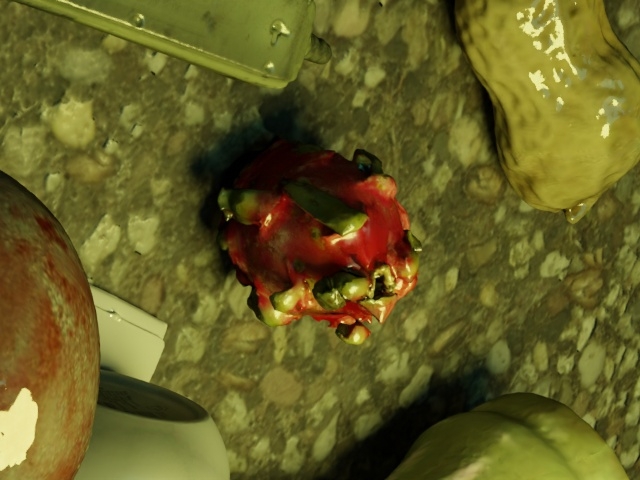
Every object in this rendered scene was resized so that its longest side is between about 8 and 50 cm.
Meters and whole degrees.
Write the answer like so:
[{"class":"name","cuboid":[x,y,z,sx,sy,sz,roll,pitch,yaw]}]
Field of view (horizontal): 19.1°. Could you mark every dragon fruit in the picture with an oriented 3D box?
[{"class":"dragon fruit","cuboid":[0.000,0.000,1.566,0.166,0.172,0.160,6,102,-42]}]

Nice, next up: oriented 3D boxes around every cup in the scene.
[{"class":"cup","cuboid":[-0.198,0.266,1.469,0.212,0.212,0.317,10,98,-43]}]

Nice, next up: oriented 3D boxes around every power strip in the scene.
[{"class":"power strip","cuboid":[-0.135,-0.195,1.454,0.387,0.066,0.092,16,93,-41]}]

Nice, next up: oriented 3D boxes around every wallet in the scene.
[{"class":"wallet","cuboid":[-0.177,0.073,1.541,0.122,0.025,0.061,30,79,-43]}]

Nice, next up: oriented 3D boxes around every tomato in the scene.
[{"class":"tomato","cuboid":[-0.297,0.080,1.241,0.316,0.316,0.283,42,47,-42]}]

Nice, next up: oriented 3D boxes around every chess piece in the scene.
[{"class":"chess piece","cuboid":[0.061,0.299,1.680,0.442,0.234,0.234,-17,117,-38]}]

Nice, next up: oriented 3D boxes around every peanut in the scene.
[{"class":"peanut","cuboid":[0.221,-0.148,1.720,0.143,0.159,0.291,-61,140,-42]}]
